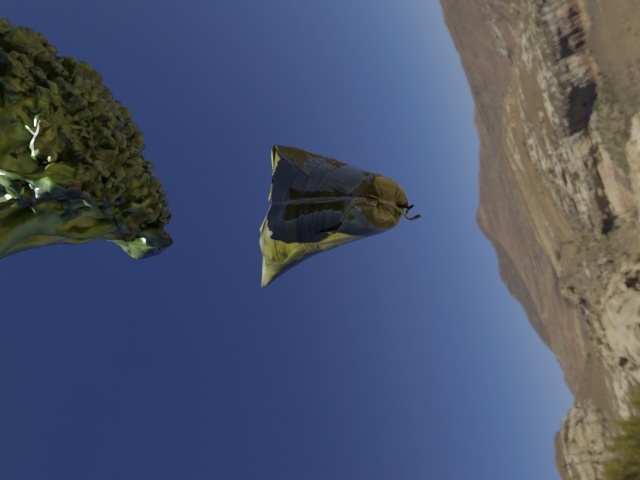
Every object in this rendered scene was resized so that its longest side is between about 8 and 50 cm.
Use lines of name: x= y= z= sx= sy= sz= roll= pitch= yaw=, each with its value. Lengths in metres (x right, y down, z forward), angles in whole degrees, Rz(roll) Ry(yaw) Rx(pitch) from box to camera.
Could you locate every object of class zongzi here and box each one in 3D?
zongzi: x=0.003 y=0.001 z=0.595 sx=0.094 sy=0.205 sz=0.204 roll=7 pitch=-76 yaw=-46

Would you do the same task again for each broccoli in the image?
broccoli: x=-0.295 y=-0.066 z=0.472 sx=0.288 sy=0.246 sz=0.248 roll=58 pitch=177 yaw=-14
